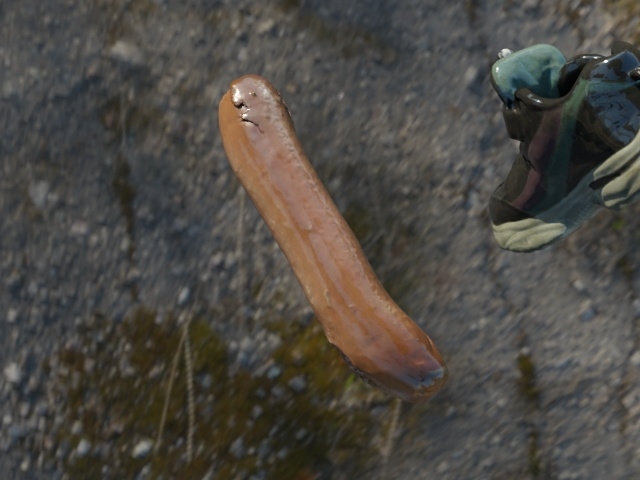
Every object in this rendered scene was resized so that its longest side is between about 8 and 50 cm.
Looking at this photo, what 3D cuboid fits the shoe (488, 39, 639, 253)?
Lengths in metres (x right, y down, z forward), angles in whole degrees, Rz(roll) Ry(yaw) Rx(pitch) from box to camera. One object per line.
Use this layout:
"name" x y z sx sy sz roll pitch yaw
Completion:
"shoe" 0.123 -0.057 0.849 0.071 0.169 0.099 -35 91 -28

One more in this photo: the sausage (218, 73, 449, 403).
"sausage" 0.000 0.000 0.809 0.043 0.043 0.186 -23 68 -20
